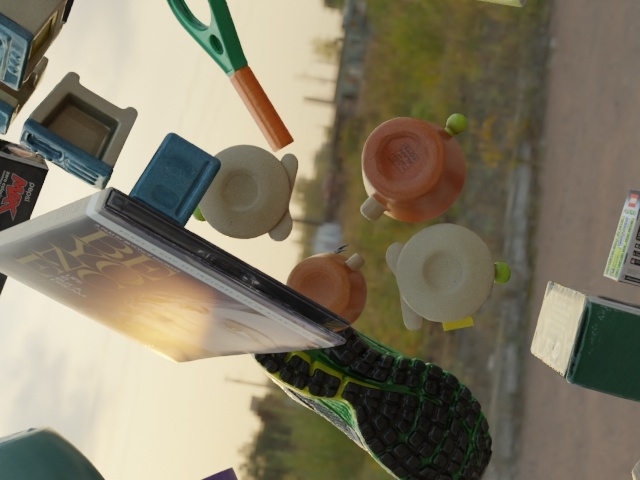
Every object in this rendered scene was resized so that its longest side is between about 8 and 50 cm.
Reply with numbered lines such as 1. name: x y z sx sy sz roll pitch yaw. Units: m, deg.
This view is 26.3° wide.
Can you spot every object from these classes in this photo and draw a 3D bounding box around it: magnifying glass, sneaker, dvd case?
1. magnifying glass: -0.095 -0.194 1.395 0.231 0.026 0.092 61 154 -4
2. sneaker: 0.057 0.174 1.617 0.134 0.343 0.146 -51 2 -9
3. dvd case: -0.105 0.030 0.836 0.221 0.164 0.018 -14 50 57

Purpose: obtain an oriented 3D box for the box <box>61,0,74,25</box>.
1. box: -0.325 -0.316 1.569 0.156 0.093 0.158 -14 56 66

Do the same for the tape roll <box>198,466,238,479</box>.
1. tape roll: -0.174 0.341 1.609 0.189 0.189 0.080 95 151 -79

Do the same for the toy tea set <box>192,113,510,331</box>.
1. toy tea set: 0.000 0.000 1.257 0.124 0.336 0.200 25 -123 -78

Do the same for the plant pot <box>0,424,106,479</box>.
1. plant pot: -0.277 0.290 1.131 0.293 0.293 0.235 64 -171 -88

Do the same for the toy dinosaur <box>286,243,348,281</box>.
1. toy dinosaur: 0.003 0.045 1.579 0.047 0.090 0.082 62 -174 6

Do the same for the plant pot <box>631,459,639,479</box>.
1. plant pot: 0.493 0.344 1.667 0.230 0.215 0.215 53 154 29

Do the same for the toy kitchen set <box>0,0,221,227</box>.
1. toy kitchen set: -0.181 -0.086 1.071 0.122 0.207 0.166 -62 6 -27

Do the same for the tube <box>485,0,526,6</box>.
1. tube: 0.109 -0.302 1.479 0.062 0.240 0.070 53 -126 -69

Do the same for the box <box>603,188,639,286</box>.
1. box: 0.460 0.017 1.694 0.036 0.207 0.114 -157 83 -69

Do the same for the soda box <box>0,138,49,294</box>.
1. soda box: -0.322 -0.013 1.334 0.169 0.060 0.053 -66 28 16

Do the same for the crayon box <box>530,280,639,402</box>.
1. crayon box: 0.374 0.123 1.277 0.203 0.323 0.083 -86 10 -88
